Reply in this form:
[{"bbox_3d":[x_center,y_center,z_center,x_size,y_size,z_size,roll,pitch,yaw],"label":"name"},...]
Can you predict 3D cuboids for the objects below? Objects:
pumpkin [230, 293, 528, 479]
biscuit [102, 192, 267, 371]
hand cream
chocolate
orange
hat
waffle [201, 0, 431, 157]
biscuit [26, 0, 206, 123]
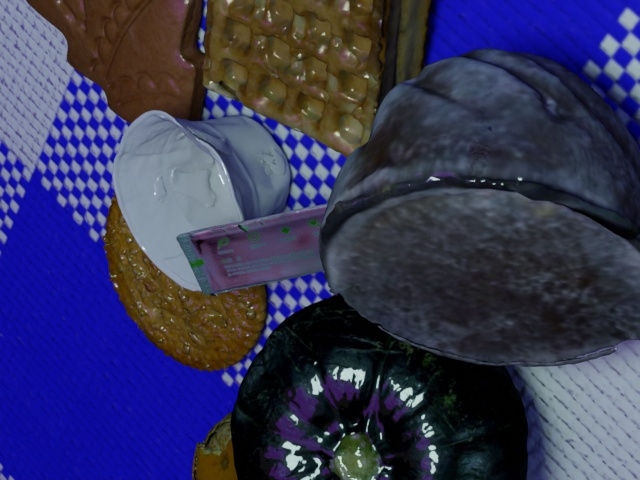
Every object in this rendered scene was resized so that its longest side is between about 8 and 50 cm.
[{"bbox_3d":[0.062,0.201,1.523,0.315,0.238,0.315,3,97,24],"label":"pumpkin"},{"bbox_3d":[-0.163,0.039,1.780,0.254,0.035,0.254,20,123,33],"label":"biscuit"},{"bbox_3d":[0.000,0.001,1.509,0.275,0.050,0.079,-11,102,14],"label":"hand cream"},{"bbox_3d":[0.160,-0.047,1.317,0.303,0.213,0.303,9,149,5],"label":"chocolate"},{"bbox_3d":[-0.070,0.264,1.754,0.156,0.134,0.157,-15,61,30],"label":"orange"},{"bbox_3d":[-0.112,-0.057,1.618,0.203,0.126,0.203,20,124,33],"label":"hat"},{"bbox_3d":[0.002,-0.245,1.421,0.213,0.091,0.308,27,134,23],"label":"waffle"},{"bbox_3d":[-0.212,-0.239,1.675,0.284,0.043,0.306,-19,97,46],"label":"biscuit"}]
